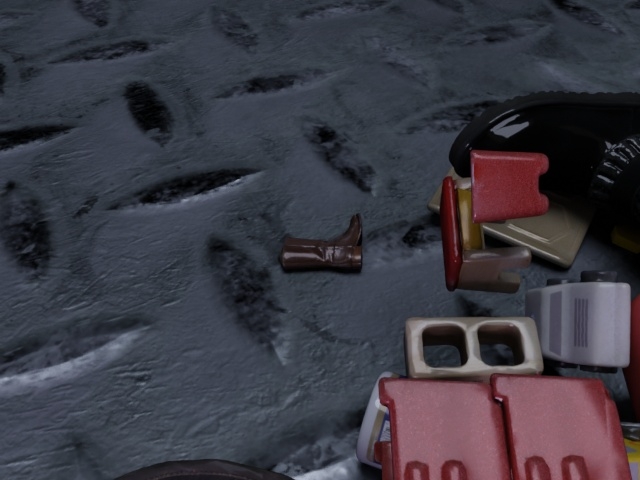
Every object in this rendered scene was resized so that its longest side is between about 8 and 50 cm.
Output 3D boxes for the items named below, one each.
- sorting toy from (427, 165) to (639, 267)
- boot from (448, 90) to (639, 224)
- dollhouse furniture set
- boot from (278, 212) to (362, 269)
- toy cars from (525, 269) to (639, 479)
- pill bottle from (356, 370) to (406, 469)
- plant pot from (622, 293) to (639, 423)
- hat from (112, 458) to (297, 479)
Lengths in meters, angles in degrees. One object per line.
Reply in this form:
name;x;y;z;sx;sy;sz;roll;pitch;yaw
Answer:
sorting toy;0.334;-0.052;1.017;0.307;0.041;0.229;25;53;17
boot;0.370;-0.075;0.924;0.347;0.131;0.260;-10;51;-12
dollhouse furniture set;0.118;0.077;0.584;0.152;0.201;0.374;-1;59;2
boot;0.000;0.000;0.958;0.114;0.037;0.106;-1;38;5
toy cars;0.247;0.145;0.657;0.087;0.177;0.394;3;34;-2
pill bottle;0.127;0.196;0.685;0.169;0.094;0.094;16;43;14
plant pot;0.409;0.180;0.609;0.274;0.275;0.243;8;52;8
hat;-0.083;0.334;0.492;0.331;0.134;0.331;-7;55;9
